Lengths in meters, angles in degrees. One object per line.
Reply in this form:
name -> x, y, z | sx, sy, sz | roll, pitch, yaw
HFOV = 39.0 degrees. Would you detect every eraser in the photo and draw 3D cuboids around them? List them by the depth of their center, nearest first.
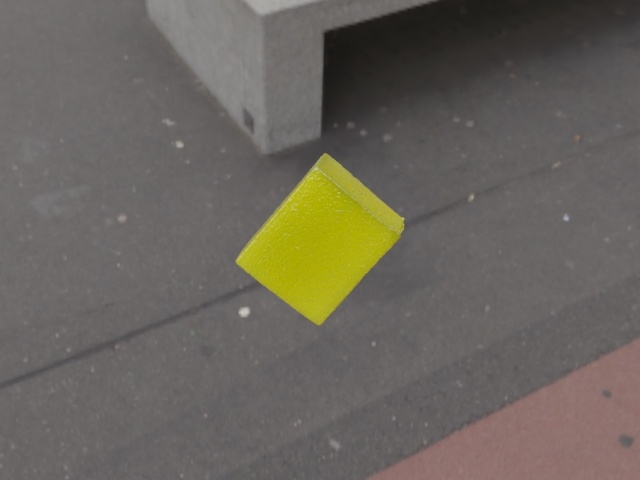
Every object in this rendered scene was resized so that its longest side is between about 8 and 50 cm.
eraser -> 0.000, 0.000, 0.797 | 0.097, 0.122, 0.045 | 38, 24, -5
